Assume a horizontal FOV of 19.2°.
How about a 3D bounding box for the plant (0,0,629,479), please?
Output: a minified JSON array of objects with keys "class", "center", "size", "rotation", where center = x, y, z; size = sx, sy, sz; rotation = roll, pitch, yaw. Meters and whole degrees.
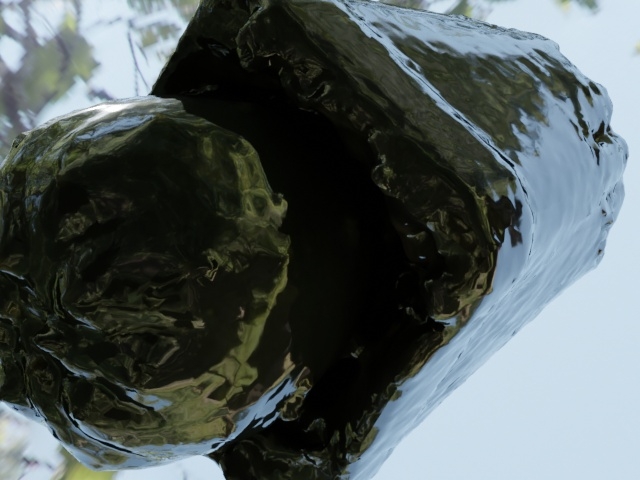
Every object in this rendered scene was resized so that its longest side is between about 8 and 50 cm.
[{"class":"plant","center":[0.000,0.000,0.654],"size":[0.256,0.164,0.142],"rotation":[-19,-118,-40]}]
